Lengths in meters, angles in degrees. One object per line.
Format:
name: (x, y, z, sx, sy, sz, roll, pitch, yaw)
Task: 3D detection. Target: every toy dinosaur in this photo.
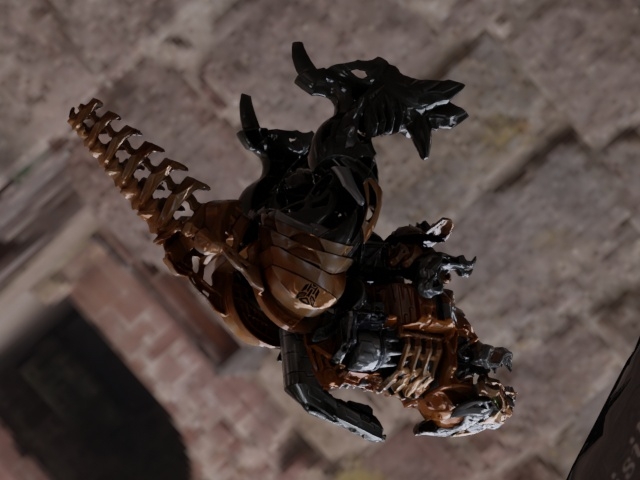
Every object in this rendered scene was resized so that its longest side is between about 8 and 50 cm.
toy dinosaur: (0.000, 0.000, 0.986, 0.164, 0.322, 0.218, -13, -133, 35)

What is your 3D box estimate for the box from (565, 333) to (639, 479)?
box: (0.275, 0.074, 0.274, 0.479, 0.297, 0.472, -63, -166, 1)
